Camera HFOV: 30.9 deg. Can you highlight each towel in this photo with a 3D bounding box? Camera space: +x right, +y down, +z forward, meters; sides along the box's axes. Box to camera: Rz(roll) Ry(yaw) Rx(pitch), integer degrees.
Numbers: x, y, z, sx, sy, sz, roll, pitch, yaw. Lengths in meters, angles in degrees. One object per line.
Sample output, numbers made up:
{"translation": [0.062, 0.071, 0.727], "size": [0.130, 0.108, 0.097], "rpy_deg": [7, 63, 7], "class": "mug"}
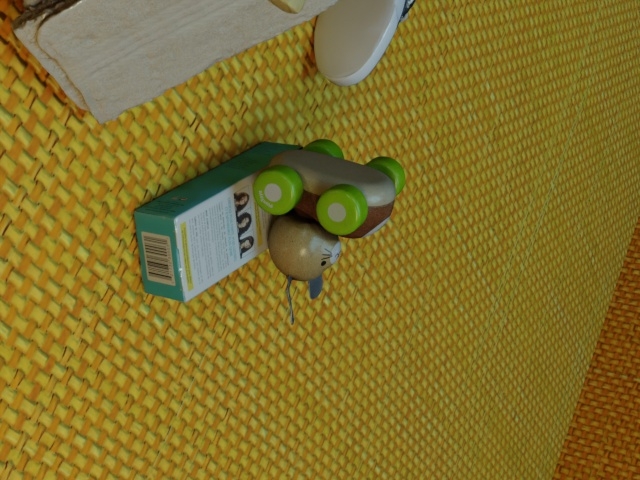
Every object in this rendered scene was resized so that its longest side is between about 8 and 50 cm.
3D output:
{"translation": [-0.122, -0.214, 1.042], "size": [0.049, 0.282, 0.187], "rpy_deg": [65, 1, 23], "class": "towel"}

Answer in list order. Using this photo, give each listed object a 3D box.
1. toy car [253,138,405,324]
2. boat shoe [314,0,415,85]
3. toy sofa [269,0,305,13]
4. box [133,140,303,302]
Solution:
{"translation": [0.000, 0.000, 1.311], "size": [0.155, 0.148, 0.189], "rpy_deg": [-38, 143, -61], "class": "toy car"}
{"translation": [0.078, -0.319, 1.488], "size": [0.102, 0.108, 0.301], "rpy_deg": [43, 55, -54], "class": "boat shoe"}
{"translation": [-0.179, -0.275, 0.812], "size": [0.177, 0.362, 0.150], "rpy_deg": [24, 79, -64], "class": "toy sofa"}
{"translation": [-0.105, -0.028, 1.309], "size": [0.244, 0.060, 0.101], "rpy_deg": [-34, 128, -50], "class": "box"}
